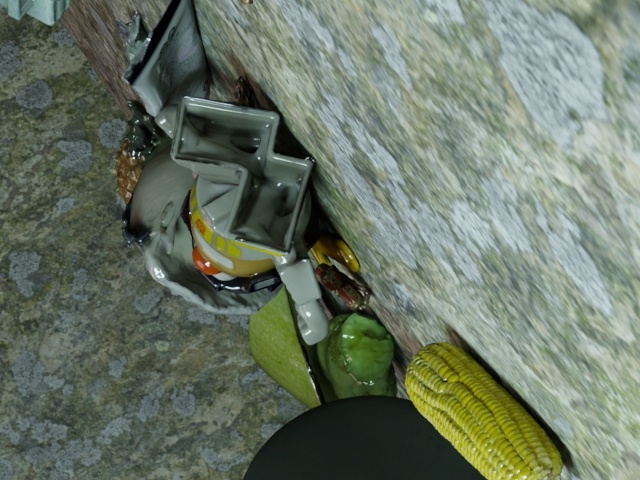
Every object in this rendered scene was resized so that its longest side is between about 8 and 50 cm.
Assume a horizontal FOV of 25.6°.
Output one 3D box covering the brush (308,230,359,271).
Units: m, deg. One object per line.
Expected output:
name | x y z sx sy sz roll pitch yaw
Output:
brush | 0.000 0.000 1.630 0.103 0.013 0.272 58 172 -15

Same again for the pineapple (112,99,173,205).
pineapple | -0.232 -0.134 2.093 0.169 0.169 0.340 55 166 12

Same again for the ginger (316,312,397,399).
ginger | 0.045 0.155 1.719 0.137 0.089 0.290 49 172 -4

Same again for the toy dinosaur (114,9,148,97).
toy dinosaur | -0.263 -0.274 2.042 0.082 0.039 0.209 57 163 23

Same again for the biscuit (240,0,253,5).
biscuit | -0.098 -0.260 1.070 0.199 0.034 0.064 53 169 30

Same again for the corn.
corn | 0.137 0.153 1.183 0.203 0.072 0.072 45 166 54

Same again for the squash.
squash | -0.003 0.142 1.874 0.155 0.204 0.237 14 160 26

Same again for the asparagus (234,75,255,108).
asparagus | -0.064 -0.110 1.550 0.022 0.023 0.233 7 154 15

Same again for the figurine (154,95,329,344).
figurine | -0.075 -0.028 1.491 0.308 0.143 0.308 164 90 -85

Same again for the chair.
chair | 0.036 0.392 1.448 0.364 0.362 0.410 22 142 4

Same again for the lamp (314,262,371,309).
lamp | 0.021 0.048 1.572 0.063 0.031 0.083 40 177 -12

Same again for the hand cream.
hand cream | -0.166 -0.192 1.561 0.076 0.121 0.336 26 174 1

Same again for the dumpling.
dumpling | -0.148 -0.017 1.732 0.293 0.163 0.204 -79 -28 -47

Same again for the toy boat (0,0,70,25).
toy boat | -0.211 -0.307 1.132 0.092 0.141 0.319 31 151 6
